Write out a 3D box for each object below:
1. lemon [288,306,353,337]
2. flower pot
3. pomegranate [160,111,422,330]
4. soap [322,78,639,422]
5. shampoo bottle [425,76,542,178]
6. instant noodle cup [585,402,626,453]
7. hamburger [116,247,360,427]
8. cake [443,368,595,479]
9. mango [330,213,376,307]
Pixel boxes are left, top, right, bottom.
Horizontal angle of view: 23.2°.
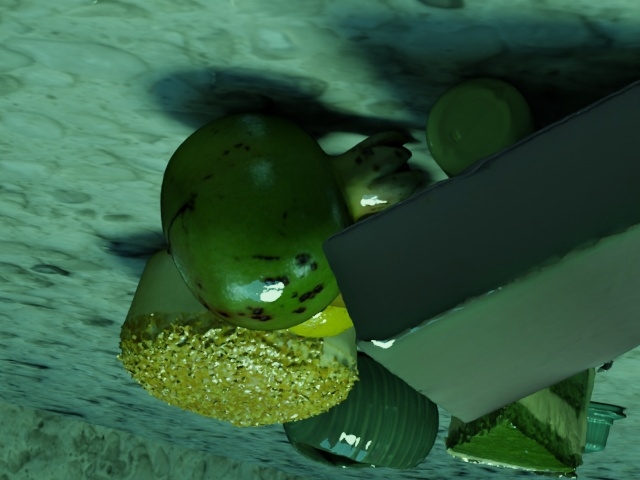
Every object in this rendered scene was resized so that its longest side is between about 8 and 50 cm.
[{"bbox_3d":[-0.006,0.047,1.609,0.109,0.109,0.133,0,156,28],"label":"lemon"},{"bbox_3d":[0.058,0.249,2.247,0.243,0.157,0.189,19,160,-34],"label":"flower pot"},{"bbox_3d":[-0.034,-0.031,1.272,0.179,0.210,0.179,39,158,20],"label":"pomegranate"},{"bbox_3d":[0.184,0.015,1.148,0.296,0.107,0.285,-26,157,10],"label":"soap"},{"bbox_3d":[0.137,-0.061,1.180,0.079,0.079,0.162,3,165,21],"label":"shampoo bottle"},{"bbox_3d":[0.361,0.283,2.385,0.179,0.070,0.157,9,167,-6],"label":"instant noodle cup"},{"bbox_3d":[-0.090,0.116,1.777,0.276,0.179,0.294,9,166,-1],"label":"hamburger"},{"bbox_3d":[0.213,0.183,1.910,0.172,0.158,0.283,3,163,25],"label":"cake"},{"bbox_3d":[0.000,0.000,1.417,0.253,0.113,0.138,9,-169,30],"label":"mango"}]
